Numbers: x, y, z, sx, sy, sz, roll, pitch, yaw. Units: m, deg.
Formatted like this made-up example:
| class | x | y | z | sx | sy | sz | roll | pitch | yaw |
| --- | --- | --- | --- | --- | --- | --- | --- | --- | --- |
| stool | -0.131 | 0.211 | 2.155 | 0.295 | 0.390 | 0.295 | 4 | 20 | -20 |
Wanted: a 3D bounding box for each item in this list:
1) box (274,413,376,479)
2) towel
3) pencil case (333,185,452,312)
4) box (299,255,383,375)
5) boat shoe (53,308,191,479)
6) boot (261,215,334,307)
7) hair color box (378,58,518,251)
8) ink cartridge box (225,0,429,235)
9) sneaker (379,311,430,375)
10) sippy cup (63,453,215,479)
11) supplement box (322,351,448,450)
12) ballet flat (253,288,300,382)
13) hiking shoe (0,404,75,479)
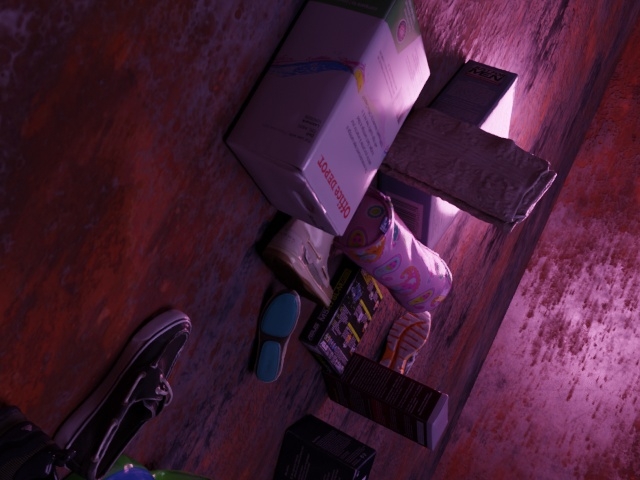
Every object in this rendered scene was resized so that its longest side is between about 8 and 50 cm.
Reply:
| class | x | y | z | sx | sy | sz | roll | pitch | yaw |
| --- | --- | --- | --- | --- | --- | --- | --- | --- | --- |
| box | 0.004 | 0.445 | 1.494 | 0.093 | 0.158 | 0.156 | -21 | 131 | -58 |
| towel | 0.240 | -0.128 | 1.314 | 0.187 | 0.282 | 0.049 | -45 | 153 | -40 |
| pencil case | 0.125 | 0.022 | 1.337 | 0.284 | 0.124 | 0.124 | 43 | 71 | -48 |
| box | 0.044 | 0.140 | 1.445 | 0.184 | 0.045 | 0.190 | -62 | 156 | -16 |
| boat shoe | -0.208 | 0.177 | 0.898 | 0.219 | 0.070 | 0.078 | -54 | 154 | -27 |
| boot | 0.000 | 0.000 | 1.179 | 0.165 | 0.077 | 0.213 | -62 | 154 | -15 |
| hair color box | 0.250 | -0.166 | 1.515 | 0.374 | 0.113 | 0.185 | -50 | 152 | -33 |
| ink cartridge box | 0.020 | -0.174 | 1.004 | 0.278 | 0.117 | 0.201 | -61 | 156 | -13 |
| sneaker | 0.195 | 0.254 | 1.838 | 0.215 | 0.084 | 0.083 | -61 | 160 | 10 |
| sippy cup | -0.210 | 0.406 | 0.913 | 0.305 | 0.224 | 0.240 | -57 | 156 | -22 |
| supplement box | 0.128 | 0.308 | 1.528 | 0.073 | 0.239 | 0.130 | -56 | 155 | -28 |
| ballet flat | -0.071 | 0.140 | 1.204 | 0.052 | 0.057 | 0.168 | -84 | -168 | -69 |
| hiking shoe | -0.297 | 0.278 | 0.744 | 0.086 | 0.114 | 0.227 | -19 | 128 | -59 |
